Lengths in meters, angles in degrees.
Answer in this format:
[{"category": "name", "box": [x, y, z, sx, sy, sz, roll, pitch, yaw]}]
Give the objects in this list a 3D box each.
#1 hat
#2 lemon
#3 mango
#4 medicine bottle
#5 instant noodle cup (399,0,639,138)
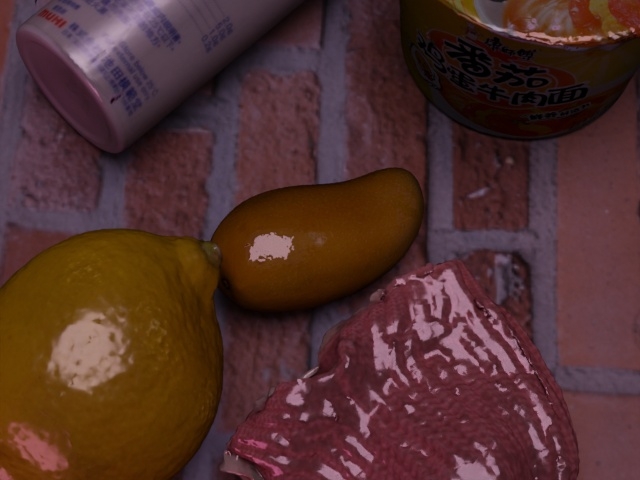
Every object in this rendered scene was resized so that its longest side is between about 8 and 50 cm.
[{"category": "hat", "box": [0.095, 0.178, 1.326, 0.236, 0.107, 0.286, -42, 78, -4]}, {"category": "lemon", "box": [-0.160, 0.093, 1.310, 0.187, 0.187, 0.244, 33, 77, 11]}, {"category": "mango", "box": [0.000, 0.000, 1.416, 0.184, 0.085, 0.102, -18, 63, -21]}, {"category": "medicine bottle", "box": [-0.080, -0.224, 1.483, 0.130, 0.130, 0.341, 43, 72, 15]}, {"category": "instant noodle cup", "box": [0.170, -0.217, 1.453, 0.264, 0.200, 0.264, 1, 65, -3]}]
